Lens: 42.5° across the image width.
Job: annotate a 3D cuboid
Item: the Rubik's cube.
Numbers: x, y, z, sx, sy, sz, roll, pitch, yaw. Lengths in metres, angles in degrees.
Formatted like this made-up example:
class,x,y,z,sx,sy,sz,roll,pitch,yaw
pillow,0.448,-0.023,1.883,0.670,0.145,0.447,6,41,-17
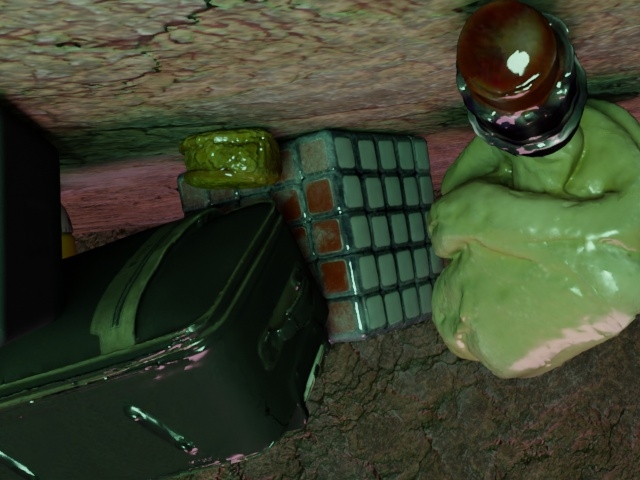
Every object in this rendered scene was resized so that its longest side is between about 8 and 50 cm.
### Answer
class,x,y,z,sx,sy,sz,roll,pitch,yaw
Rubik's cube,0.000,0.000,1.019,0.237,0.238,0.237,-9,-179,35

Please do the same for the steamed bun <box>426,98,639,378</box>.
class,x,y,z,sx,sy,sz,roll,pitch,yaw
steamed bun,0.239,-0.014,0.930,0.230,0.325,0.372,35,-160,2

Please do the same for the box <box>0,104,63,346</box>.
class,x,y,z,sx,sy,sz,roll,pitch,yaw
box,-0.228,-0.007,0.594,0.050,0.160,0.230,-1,179,-8

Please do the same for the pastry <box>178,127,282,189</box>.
class,x,y,z,sx,sy,sz,roll,pitch,yaw
pastry,-0.088,-0.078,0.813,0.097,0.057,0.109,-6,178,-25

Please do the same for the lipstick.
class,x,y,z,sx,sy,sz,roll,pitch,yaw
lipstick,0.131,-0.096,0.531,0.081,0.081,0.299,-8,-179,18

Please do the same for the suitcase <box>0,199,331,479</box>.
class,x,y,z,sx,sy,sz,roll,pitch,yaw
suitcase,-0.206,0.114,0.820,0.433,0.194,0.283,-17,-158,20

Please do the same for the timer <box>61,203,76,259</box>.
class,x,y,z,sx,sy,sz,roll,pitch,yaw
timer,-0.442,0.076,1.060,0.285,0.285,0.285,-8,180,0
